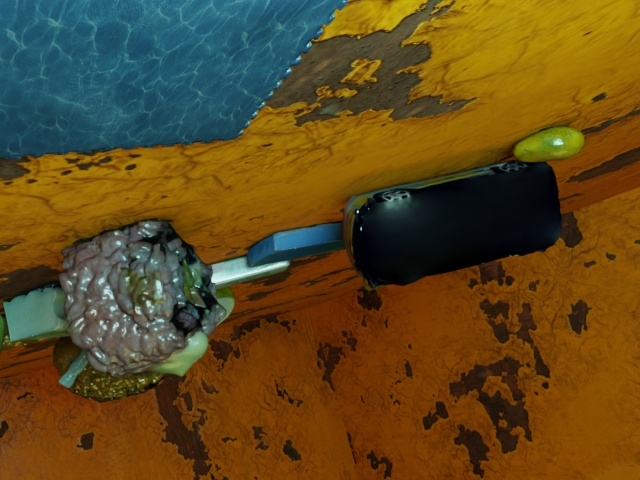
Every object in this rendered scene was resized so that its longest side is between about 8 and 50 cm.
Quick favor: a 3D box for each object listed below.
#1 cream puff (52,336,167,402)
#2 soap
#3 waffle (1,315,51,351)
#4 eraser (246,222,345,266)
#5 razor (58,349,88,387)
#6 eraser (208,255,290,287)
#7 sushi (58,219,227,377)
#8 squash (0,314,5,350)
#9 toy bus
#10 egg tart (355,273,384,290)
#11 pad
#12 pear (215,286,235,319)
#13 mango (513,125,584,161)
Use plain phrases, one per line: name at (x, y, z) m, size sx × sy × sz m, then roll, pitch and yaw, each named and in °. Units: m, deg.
cream puff at (-0.496, 0.284, 1.574) m, size 0.327 × 0.231 × 0.343 m, roll -26°, pitch 173°, yaw 26°
soap at (-0.490, 0.146, 1.227) m, size 0.150 × 0.094 × 0.261 m, roll -20°, pitch 170°, yaw 19°
waffle at (-0.717, 0.212, 1.353) m, size 0.248 × 0.055 × 0.221 m, roll -12°, pitch 170°, yaw -18°
eraser at (0.000, 0.000, 1.354) m, size 0.312 × 0.042 × 0.144 m, roll -10°, pitch 170°, yaw -32°
razor at (-0.410, 0.174, 1.160) m, size 0.068 × 0.231 × 0.106 m, roll 26°, pitch 164°, yaw 23°
eraser at (-0.188, 0.070, 1.416) m, size 0.225 × 0.052 × 0.095 m, roll -15°, pitch 173°, yaw -12°
sushi at (-0.253, 0.095, 0.934) m, size 0.171 × 0.236 × 0.270 m, roll -25°, pitch 166°, yaw 4°
squash at (-0.647, 0.200, 1.119) m, size 0.119 × 0.118 × 0.370 m, roll -10°, pitch 161°, yaw -33°
toy bus at (0.217, -0.033, 1.098) m, size 0.387 × 0.171 × 0.162 m, roll -13°, pitch -170°, yaw -15°
egg tart at (0.239, 0.011, 1.456) m, size 0.340 × 0.152 × 0.351 m, roll -20°, pitch 173°, yaw 4°
pad at (-0.142, -0.126, 0.477) m, size 0.269 × 0.012 × 0.270 m, roll -11°, pitch 169°, yaw -29°
pear at (-0.297, 0.155, 1.581) m, size 0.141 × 0.104 × 0.141 m, roll -33°, pitch 148°, yaw -24°
mango at (0.381, -0.158, 1.025) m, size 0.114 × 0.057 × 0.079 m, roll -12°, pitch -178°, yaw 12°
